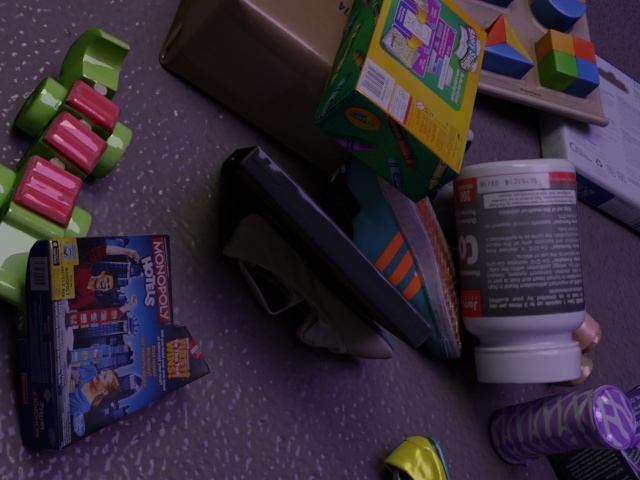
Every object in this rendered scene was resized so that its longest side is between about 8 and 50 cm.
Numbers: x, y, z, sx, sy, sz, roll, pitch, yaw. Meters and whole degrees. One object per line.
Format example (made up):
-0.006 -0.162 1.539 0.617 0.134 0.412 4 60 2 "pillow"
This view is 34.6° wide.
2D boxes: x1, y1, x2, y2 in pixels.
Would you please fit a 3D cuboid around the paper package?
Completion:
-0.012 -0.288 1.386 0.325 0.168 0.309 32 47 -24 "paper package"

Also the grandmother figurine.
0.273 0.050 1.493 0.342 0.104 0.208 45 36 -15 "grandmother figurine"

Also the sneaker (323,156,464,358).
0.101 0.026 1.355 0.302 0.121 0.108 68 23 -15 "sneaker"

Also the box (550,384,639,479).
0.439 0.329 1.440 0.153 0.108 0.207 -11 63 -46 "box"

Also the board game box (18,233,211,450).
-0.199 0.092 1.017 0.194 0.060 0.194 -2 90 -51 "board game box"

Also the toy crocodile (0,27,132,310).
-0.270 -0.080 1.060 0.115 0.105 0.340 34 47 -22 "toy crocodile"

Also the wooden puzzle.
0.356 -0.376 1.794 0.322 0.080 0.348 11 55 -22 "wooden puzzle"

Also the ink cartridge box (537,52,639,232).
0.532 -0.193 1.907 0.324 0.071 0.330 25 49 -28 "ink cartridge box"

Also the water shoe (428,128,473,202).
0.146 -0.088 1.381 0.073 0.203 0.080 -1 73 -25 "water shoe"

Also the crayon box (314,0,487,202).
0.106 -0.203 1.256 0.165 0.081 0.278 36 46 -21 "crayon box"

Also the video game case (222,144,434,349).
0.000 0.000 1.189 0.035 0.248 0.275 -44 100 -4 "video game case"

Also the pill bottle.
0.263 0.041 1.354 0.161 0.161 0.283 -1 87 -43 "pill bottle"

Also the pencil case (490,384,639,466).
0.312 0.245 1.333 0.086 0.206 0.088 -33 92 -35 "pencil case"

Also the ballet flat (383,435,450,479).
0.139 0.345 1.209 0.077 0.077 0.231 -19 80 -26 "ballet flat"

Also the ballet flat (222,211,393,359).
-0.019 0.075 1.229 0.248 0.086 0.086 46 43 -9 "ballet flat"
